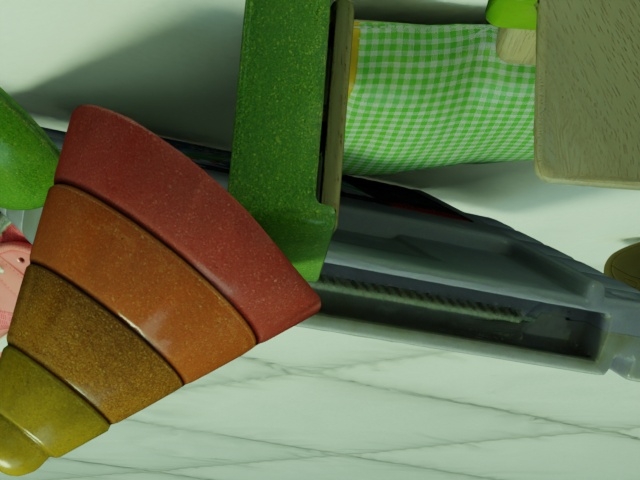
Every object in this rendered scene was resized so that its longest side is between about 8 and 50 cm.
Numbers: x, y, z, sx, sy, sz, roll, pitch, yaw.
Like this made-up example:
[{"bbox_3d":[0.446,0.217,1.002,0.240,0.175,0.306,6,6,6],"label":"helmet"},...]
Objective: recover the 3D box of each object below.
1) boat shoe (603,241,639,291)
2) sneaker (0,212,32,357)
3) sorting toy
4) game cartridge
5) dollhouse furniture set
[{"bbox_3d":[0.279,0.028,1.176,0.152,0.056,0.049,0,160,13],"label":"boat shoe"},{"bbox_3d":[-0.198,0.001,1.122,0.314,0.116,0.136,-8,153,16],"label":"sneaker"},{"bbox_3d":[-0.172,-0.011,0.687,0.366,0.126,0.127,27,162,35],"label":"sorting toy"},{"bbox_3d":[0.000,0.000,0.949,0.355,0.068,0.230,10,-165,-27],"label":"game cartridge"},{"bbox_3d":[0.057,-0.038,0.775,0.198,0.151,0.301,4,166,-3],"label":"dollhouse furniture set"}]
